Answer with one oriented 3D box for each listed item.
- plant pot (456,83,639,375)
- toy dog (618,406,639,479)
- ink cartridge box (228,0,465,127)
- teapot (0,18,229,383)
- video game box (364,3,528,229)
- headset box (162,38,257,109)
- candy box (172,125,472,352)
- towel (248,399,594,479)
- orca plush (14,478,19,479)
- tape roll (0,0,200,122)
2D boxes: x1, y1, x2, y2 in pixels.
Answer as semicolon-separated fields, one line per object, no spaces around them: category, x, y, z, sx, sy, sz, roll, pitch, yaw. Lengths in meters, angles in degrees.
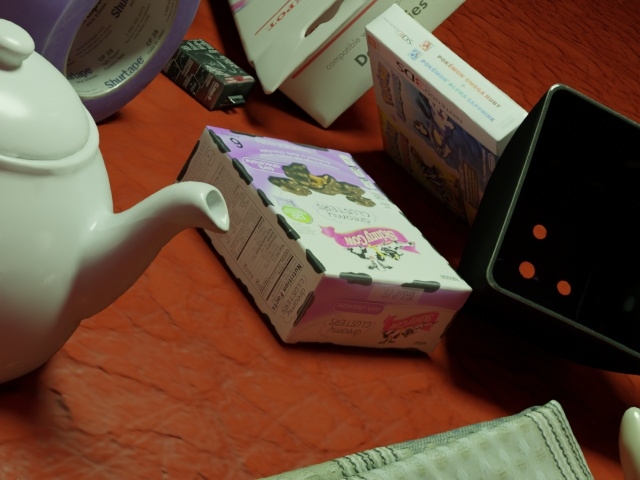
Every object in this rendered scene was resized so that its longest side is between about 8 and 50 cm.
plant pot;0.214;0.008;1.274;0.188;0.187;0.167;25;-20;-11
toy dog;0.433;0.065;1.163;0.395;0.408;0.284;4;-8;6
ink cartridge box;0.020;-0.260;1.555;0.119;0.207;0.353;40;17;-29
teapot;-0.227;-0.051;0.886;0.256;0.187;0.252;10;31;-39
video game box;0.125;-0.102;1.436;0.187;0.048;0.205;47;-16;30
headset box;-0.106;-0.159;1.440;0.083;0.032;0.062;39;25;17
candy box;0.000;0.000;1.201;0.165;0.070;0.196;8;32;-43
towel;0.068;0.234;0.635;0.324;0.056;0.312;-8;75;-46
orca plush;-0.056;0.232;0.693;0.287;0.102;0.151;24;68;-5
tape roll;-0.186;-0.188;1.206;0.080;0.189;0.189;39;25;19
